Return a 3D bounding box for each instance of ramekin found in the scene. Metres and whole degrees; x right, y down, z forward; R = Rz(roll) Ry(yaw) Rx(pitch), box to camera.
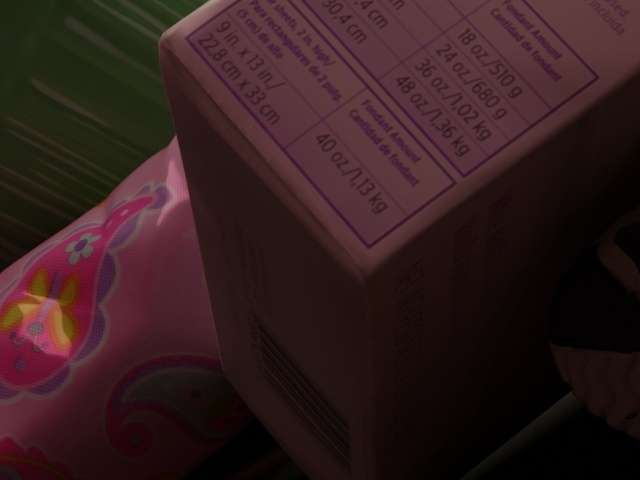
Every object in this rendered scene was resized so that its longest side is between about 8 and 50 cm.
[{"bbox_3d":[-0.137,-0.050,0.935,0.303,0.148,0.303,-52,19,26],"label":"ramekin"}]

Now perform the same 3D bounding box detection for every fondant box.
[{"bbox_3d":[0.114,-0.064,0.614,0.330,0.096,0.238,-37,-21,-14],"label":"fondant box"}]

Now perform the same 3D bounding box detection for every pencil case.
[{"bbox_3d":[-0.105,0.068,0.765,0.284,0.124,0.124,-41,9,3],"label":"pencil case"}]

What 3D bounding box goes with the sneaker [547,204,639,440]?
[{"bbox_3d":[0.181,-0.017,0.550,0.235,0.094,0.153,-28,8,13],"label":"sneaker"}]
